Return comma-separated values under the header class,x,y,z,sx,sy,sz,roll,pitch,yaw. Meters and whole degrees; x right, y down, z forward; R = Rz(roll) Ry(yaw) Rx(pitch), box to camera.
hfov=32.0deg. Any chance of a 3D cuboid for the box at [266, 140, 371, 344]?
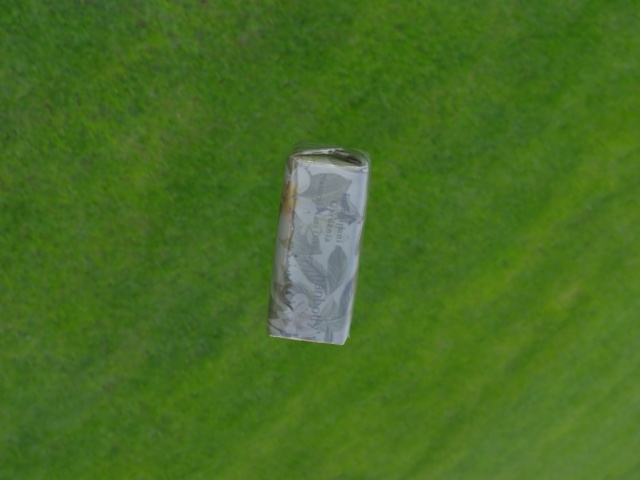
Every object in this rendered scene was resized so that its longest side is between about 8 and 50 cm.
class,x,y,z,sx,sy,sz,roll,pitch,yaw
box,0.000,0.000,0.569,0.062,0.045,0.098,-70,169,-80
